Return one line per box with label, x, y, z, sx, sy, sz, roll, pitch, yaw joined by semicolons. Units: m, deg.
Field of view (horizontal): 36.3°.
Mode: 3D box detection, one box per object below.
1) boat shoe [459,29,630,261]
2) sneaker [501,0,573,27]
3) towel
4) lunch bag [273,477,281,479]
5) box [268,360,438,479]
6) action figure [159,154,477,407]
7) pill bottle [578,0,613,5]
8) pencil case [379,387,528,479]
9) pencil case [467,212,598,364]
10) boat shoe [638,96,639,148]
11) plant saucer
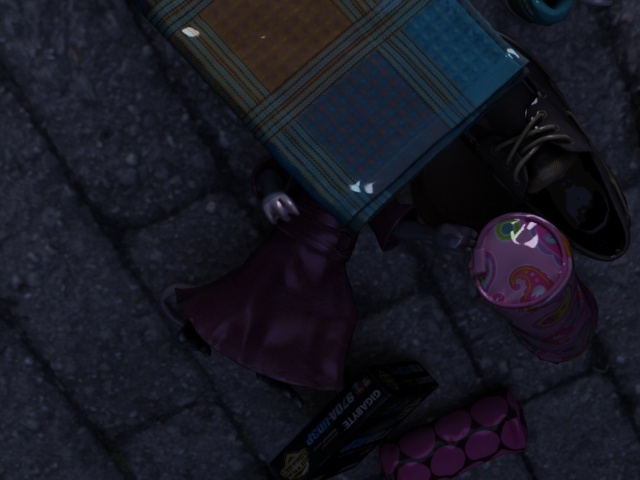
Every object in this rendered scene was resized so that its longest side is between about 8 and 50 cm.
boat shoe;0.253;-0.111;1.124;0.355;0.130;0.132;41;102;-21
sneaker;0.258;-0.371;1.065;0.107;0.110;0.275;-5;113;-5
towel;0.005;-0.225;1.029;0.271;0.040;0.370;-43;91;-8
lunch bag;-0.084;0.485;1.357;0.287;0.169;0.235;-29;110;-3
box;0.049;0.232;1.248;0.175;0.220;0.051;-46;71;12
action figure;0.000;0.000;1.174;0.248;0.276;0.370;27;88;-23
pill bottle;0.326;-0.317;1.133;0.043;0.043;0.083;2;113;-9
pencil case;0.187;0.286;1.348;0.209;0.095;0.098;-25;85;4
pencil case;0.262;0.065;1.178;0.124;0.124;0.284;-34;153;7
boat shoe;0.448;-0.220;1.161;0.092;0.103;0.285;4;107;-4
plant saucer;0.205;-0.086;1.220;0.199;0.036;0.198;-2;113;-6
